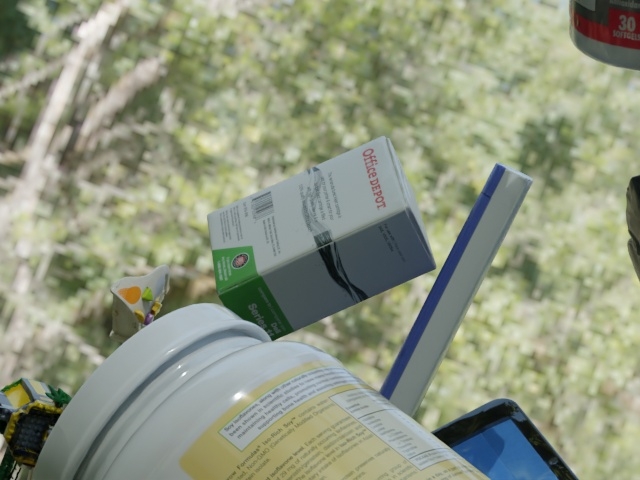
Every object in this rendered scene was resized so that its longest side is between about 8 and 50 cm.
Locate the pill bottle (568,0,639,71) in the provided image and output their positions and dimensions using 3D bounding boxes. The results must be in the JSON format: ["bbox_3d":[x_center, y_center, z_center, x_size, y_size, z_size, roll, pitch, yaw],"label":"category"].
[{"bbox_3d":[0.322,-0.330,1.687,0.176,0.318,0.176,-2,28,1],"label":"pill bottle"}]

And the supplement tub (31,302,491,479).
[{"bbox_3d":[-0.006,0.215,1.186,0.331,0.241,0.241,37,-2,25],"label":"supplement tub"}]

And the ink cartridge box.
[{"bbox_3d":[0.000,0.000,1.834,0.153,0.208,0.087,-101,165,-57],"label":"ink cartridge box"}]

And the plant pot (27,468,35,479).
[{"bbox_3d":[-0.293,0.294,2.114,0.096,0.109,0.109,12,-6,-10],"label":"plant pot"}]

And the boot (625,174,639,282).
[{"bbox_3d":[0.401,0.190,1.739,0.146,0.445,0.367,-14,-34,-14],"label":"boot"}]

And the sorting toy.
[{"bbox_3d":[-0.183,0.063,1.907,0.045,0.075,0.083,29,-36,16],"label":"sorting toy"}]

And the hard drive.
[{"bbox_3d":[0.114,0.076,1.737,0.040,0.318,0.210,27,5,5],"label":"hard drive"}]

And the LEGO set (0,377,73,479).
[{"bbox_3d":[-0.347,0.265,1.612,0.255,0.331,0.192,28,5,-29],"label":"LEGO set"}]

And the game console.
[{"bbox_3d":[0.135,0.261,2.013,0.250,0.173,0.293,31,12,-32],"label":"game console"}]
